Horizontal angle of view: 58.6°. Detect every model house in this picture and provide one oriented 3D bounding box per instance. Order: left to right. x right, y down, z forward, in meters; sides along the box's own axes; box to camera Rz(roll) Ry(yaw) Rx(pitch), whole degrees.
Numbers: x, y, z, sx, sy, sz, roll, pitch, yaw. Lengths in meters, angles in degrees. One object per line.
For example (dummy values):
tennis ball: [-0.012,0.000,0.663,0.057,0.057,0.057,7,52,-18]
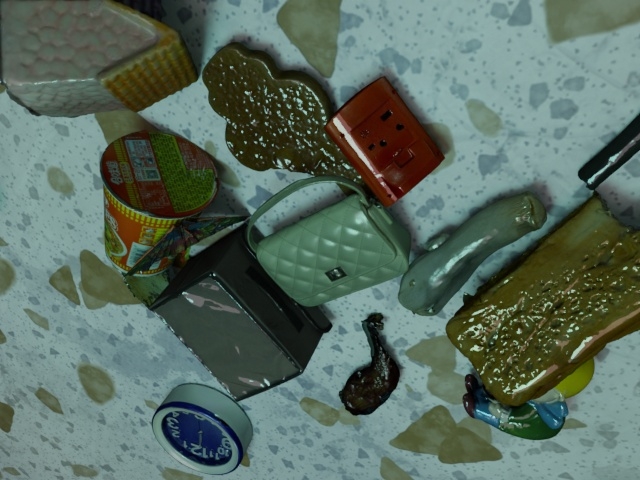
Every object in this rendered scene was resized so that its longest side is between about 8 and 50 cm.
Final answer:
model house: [-0.303,-0.305,0.818,0.237,0.202,0.237,-3,85,-3]

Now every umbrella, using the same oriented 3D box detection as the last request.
umbrella: [0.393,-0.121,0.744,0.036,0.031,0.133,36,126,-5]

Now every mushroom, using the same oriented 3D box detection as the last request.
mushroom: [0.218,0.024,0.866,0.096,0.099,0.278,28,126,-21]

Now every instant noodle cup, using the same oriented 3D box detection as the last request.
instant noodle cup: [-0.289,-0.047,0.979,0.193,0.193,0.212,32,136,0]

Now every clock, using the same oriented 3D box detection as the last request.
clock: [-0.277,0.443,1.337,0.230,0.083,0.231,10,126,14]
clock: [0.092,-0.140,0.802,0.113,0.061,0.155,-41,101,-3]

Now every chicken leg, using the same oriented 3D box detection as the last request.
chicken leg: [0.099,0.249,1.085,0.105,0.051,0.254,21,123,14]

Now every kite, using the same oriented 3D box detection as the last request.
kite: [-0.215,0.001,0.946,0.014,0.241,0.183,57,157,12]

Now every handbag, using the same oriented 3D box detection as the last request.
handbag: [0.000,0.000,0.914,0.256,0.079,0.219,-25,126,33]

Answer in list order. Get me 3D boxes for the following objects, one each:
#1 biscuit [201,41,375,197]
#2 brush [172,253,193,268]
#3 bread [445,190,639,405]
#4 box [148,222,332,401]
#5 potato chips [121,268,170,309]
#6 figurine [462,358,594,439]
biscuit: [-0.043,-0.167,0.876,0.319,0.047,0.183,29,130,2]
brush: [-0.223,0.059,1.111,0.314,0.017,0.090,21,123,9]
bread: [0.358,0.064,0.796,0.380,0.109,0.185,-44,63,23]
box: [-0.140,0.134,1.021,0.188,0.153,0.252,-30,105,32]
potato chips: [-0.313,0.118,1.150,0.201,0.029,0.220,-13,119,45]
figurine: [0.337,0.219,0.937,0.185,0.127,0.234,17,136,20]
